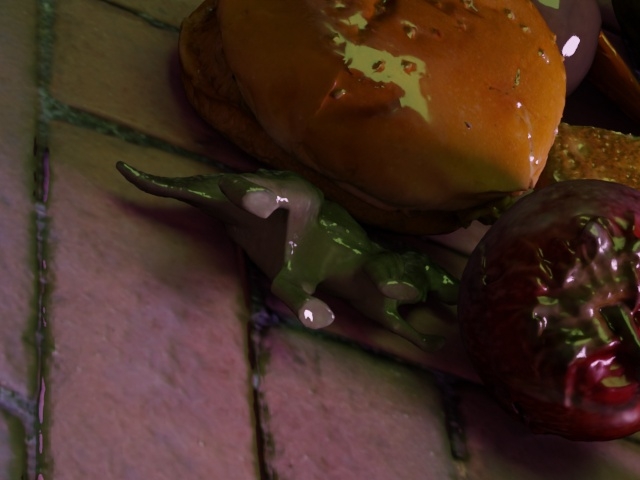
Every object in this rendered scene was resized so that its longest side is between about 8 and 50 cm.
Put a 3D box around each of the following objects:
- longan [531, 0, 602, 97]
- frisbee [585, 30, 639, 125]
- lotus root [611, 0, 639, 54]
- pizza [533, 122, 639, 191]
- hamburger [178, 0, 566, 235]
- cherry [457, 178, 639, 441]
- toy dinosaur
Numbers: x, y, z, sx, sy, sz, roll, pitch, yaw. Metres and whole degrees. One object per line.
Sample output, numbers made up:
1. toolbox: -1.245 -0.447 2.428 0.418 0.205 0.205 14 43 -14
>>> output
1. longan: 0.164 -0.199 1.774 0.189 0.189 0.189 23 34 -17
2. frisbee: 0.261 -0.176 1.895 0.192 0.035 0.192 54 7 -9
3. lotus root: 0.455 -0.213 2.033 0.397 0.179 0.196 37 30 2
4. pizza: 0.290 -0.020 1.645 0.292 0.058 0.197 36 46 20
5. hamburger: 0.051 -0.137 1.580 0.314 0.170 0.290 34 44 0
6. cherry: 0.198 0.052 1.467 0.192 0.175 0.250 64 17 3
7. toy dinosaur: -0.003 0.007 1.435 0.294 0.077 0.162 33 8 -30
